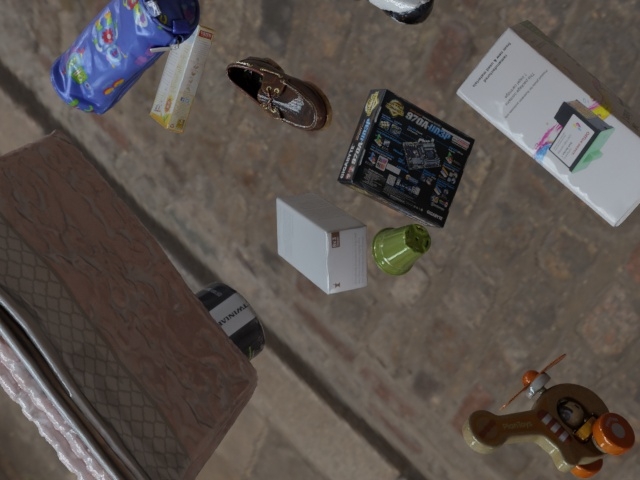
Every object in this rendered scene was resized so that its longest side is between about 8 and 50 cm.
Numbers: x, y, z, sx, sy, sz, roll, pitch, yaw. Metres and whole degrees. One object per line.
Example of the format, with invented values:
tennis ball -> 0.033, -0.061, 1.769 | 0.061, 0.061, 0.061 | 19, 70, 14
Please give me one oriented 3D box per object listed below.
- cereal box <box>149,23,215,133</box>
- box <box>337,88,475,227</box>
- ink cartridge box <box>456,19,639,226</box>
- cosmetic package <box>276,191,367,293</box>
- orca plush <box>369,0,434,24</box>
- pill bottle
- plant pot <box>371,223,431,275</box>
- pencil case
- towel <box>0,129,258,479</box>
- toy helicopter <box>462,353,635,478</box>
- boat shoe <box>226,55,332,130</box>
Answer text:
cereal box -> -0.312, -0.374, 2.305 | 0.173, 0.047, 0.240 | 40, 112, 62
box -> 0.153, -0.140, 1.788 | 0.220, 0.175, 0.051 | 24, 173, -31
ink cartridge box -> 0.341, -0.168, 1.406 | 0.278, 0.201, 0.117 | 41, 112, 4
cosmetic package -> 0.000, 0.000, 1.816 | 0.231, 0.085, 0.117 | -144, 49, -58
orca plush -> 0.077, -0.406, 1.597 | 0.287, 0.151, 0.102 | 34, 157, 28
pill bottle -> -0.208, 0.174, 1.468 | 0.130, 0.245, 0.130 | 34, 144, 30
plant pot -> 0.139, 0.008, 1.662 | 0.083, 0.083, 0.079 | 56, 147, -2
pencil case -> -0.319, -0.317, 1.673 | 0.306, 0.119, 0.133 | -30, 73, 40
towel -> -0.197, 0.061, 0.914 | 0.053, 0.317, 0.332 | -35, 97, 16
toy helicopter -> 0.429, 0.349, 2.028 | 0.140, 0.355, 0.235 | -57, 43, 46
boat shoe -> -0.067, -0.218, 1.541 | 0.207, 0.073, 0.073 | 36, 123, 42
